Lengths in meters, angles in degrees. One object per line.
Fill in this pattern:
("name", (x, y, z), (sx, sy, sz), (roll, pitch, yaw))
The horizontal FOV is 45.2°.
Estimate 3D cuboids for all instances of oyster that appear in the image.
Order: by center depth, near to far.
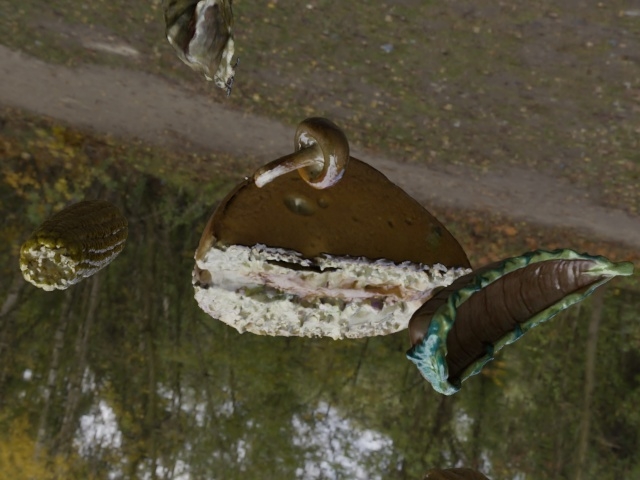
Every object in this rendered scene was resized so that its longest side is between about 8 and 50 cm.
("oyster", (-0.098, -0.243, 0.726), (0.094, 0.166, 0.294), (20, -155, -19))

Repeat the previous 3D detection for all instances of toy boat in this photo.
("toy boat", (0.204, 0.067, 0.819), (0.293, 0.108, 0.099), (-22, -154, -29))

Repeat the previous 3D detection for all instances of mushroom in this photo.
("mushroom", (-0.020, -0.099, 0.932), (0.129, 0.088, 0.073), (-19, -178, 23))

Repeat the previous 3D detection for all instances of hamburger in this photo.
("hamburger", (0.000, 0.000, 1.295), (0.445, 0.287, 0.268), (6, 142, -18))

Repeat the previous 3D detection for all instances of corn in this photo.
("corn", (-0.391, 0.001, 1.237), (0.120, 0.120, 0.363), (15, -173, -4))

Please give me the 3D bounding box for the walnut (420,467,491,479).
("walnut", (0.296, 0.617, 1.718), (0.225, 0.225, 0.261), (14, 143, 5))
